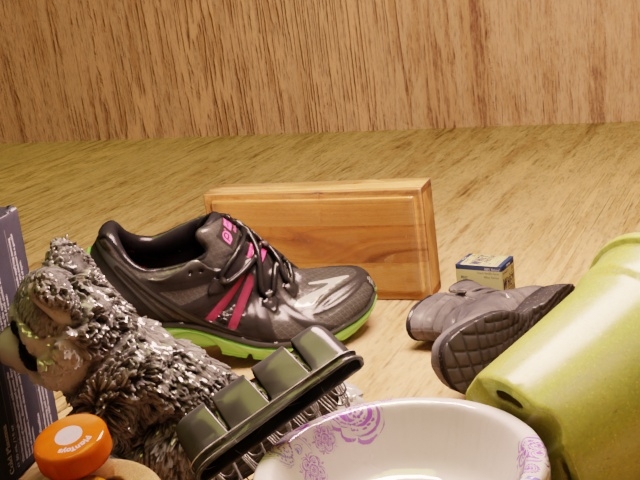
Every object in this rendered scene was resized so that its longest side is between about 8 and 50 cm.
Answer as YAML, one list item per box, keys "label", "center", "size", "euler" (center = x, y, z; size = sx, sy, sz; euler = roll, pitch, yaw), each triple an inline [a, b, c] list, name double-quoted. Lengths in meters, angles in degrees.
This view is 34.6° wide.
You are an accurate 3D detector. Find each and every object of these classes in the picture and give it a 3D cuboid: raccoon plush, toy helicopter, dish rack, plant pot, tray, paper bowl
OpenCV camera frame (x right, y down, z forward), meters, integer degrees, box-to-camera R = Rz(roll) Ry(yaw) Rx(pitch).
- label: "raccoon plush"
  center: [-0.181, 0.129, 1.312]
  size: [0.446, 0.299, 0.216]
  euler: [-12, 19, -20]
- label: "toy helicopter"
  center: [-0.309, 0.344, 1.037]
  size: [0.355, 0.140, 0.235]
  euler: [-28, 33, -25]
- label: "dish rack"
  center: [-0.048, 0.209, 1.148]
  size: [0.208, 0.271, 0.074]
  euler: [-34, 63, -12]
- label: "plant pot"
  center: [0.309, 0.167, 1.122]
  size: [0.254, 0.276, 0.276]
  euler: [-27, 23, -23]
- label: "tray"
  center: [0.000, 0.000, 1.845]
  size: [0.411, 0.202, 0.076]
  euler: [-1, 19, 21]
- label: "paper bowl"
  center: [0.082, 0.275, 0.996]
  size: [0.284, 0.148, 0.284]
  euler: [-7, 17, 2]

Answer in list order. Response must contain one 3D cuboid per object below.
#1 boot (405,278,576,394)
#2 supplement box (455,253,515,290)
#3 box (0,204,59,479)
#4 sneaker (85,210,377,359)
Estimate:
- label: "boot"
  center: [0.210, 0.138, 1.505]
  size: [0.223, 0.118, 0.338]
  euler: [1, 9, 42]
- label: "supplement box"
  center: [0.275, 0.071, 1.702]
  size: [0.083, 0.083, 0.056]
  euler: [3, 20, 32]
- label: "box"
  center: [-0.497, 0.163, 1.270]
  size: [0.179, 0.343, 0.312]
  euler: [-2, 17, 14]
- label: "sneaker"
  center: [-0.134, 0.062, 1.611]
  size: [0.483, 0.202, 0.185]
  euler: [4, 26, -15]
